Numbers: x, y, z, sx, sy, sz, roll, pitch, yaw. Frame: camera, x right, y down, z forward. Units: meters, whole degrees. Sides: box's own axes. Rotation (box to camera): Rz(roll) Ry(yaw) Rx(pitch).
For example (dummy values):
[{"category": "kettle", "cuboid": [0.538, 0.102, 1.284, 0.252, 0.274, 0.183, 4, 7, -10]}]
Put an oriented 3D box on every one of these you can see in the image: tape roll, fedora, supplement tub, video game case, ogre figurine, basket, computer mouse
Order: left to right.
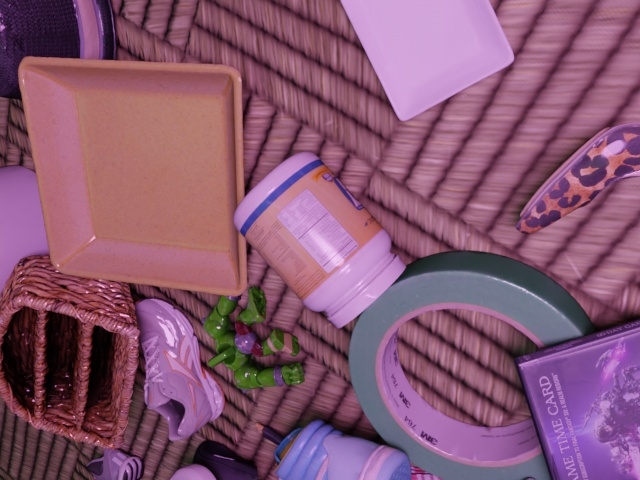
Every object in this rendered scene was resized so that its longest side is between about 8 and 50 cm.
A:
[{"category": "tape roll", "cuboid": [-0.617, -0.007, 0.967, 0.246, 0.169, 0.246, 10, 114, 23]}, {"category": "fedora", "cuboid": [-0.468, -0.338, 0.776, 0.333, 0.152, 0.334, 9, 113, 23]}, {"category": "basket", "cuboid": [-0.447, 0.199, 0.889, 0.223, 0.213, 0.299, 54, 133, 46]}, {"category": "computer mouse", "cuboid": [-0.151, 0.412, 0.935, 0.261, 0.060, 0.184, 16, 96, 36]}, {"category": "ogre figurine", "cuboid": [-0.118, 0.157, 0.825, 0.118, 0.097, 0.197, -34, 103, 21]}, {"category": "supplement tub", "cuboid": [0.000, 0.000, 0.676, 0.200, 0.144, 0.144, 48, 122, 3]}, {"category": "tape roll", "cuboid": [0.198, 0.175, 0.685, 0.321, 0.077, 0.322, 9, 112, 24]}, {"category": "video game case", "cuboid": [0.374, 0.176, 0.564, 0.274, 0.026, 0.196, -19, 101, 8]}]

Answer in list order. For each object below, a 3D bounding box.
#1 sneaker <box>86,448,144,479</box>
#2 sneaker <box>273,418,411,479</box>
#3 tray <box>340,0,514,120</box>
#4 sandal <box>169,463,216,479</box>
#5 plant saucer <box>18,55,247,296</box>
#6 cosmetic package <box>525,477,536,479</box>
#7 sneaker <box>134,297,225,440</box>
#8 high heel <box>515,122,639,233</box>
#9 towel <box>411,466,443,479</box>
[{"category": "sneaker", "cuboid": [-0.476, 0.558, 1.173, 0.132, 0.086, 0.229, 24, 108, 22]}, {"category": "sneaker", "cuboid": [0.029, 0.400, 0.804, 0.208, 0.127, 0.319, 17, 126, 30]}, {"category": "tray", "cuboid": [0.097, -0.289, 0.584, 0.145, 0.030, 0.271, -24, 97, 32]}, {"category": "sandal", "cuboid": [-0.148, 0.585, 0.898, 0.169, 0.102, 0.417, -14, 90, 38]}, {"category": "plant saucer", "cuboid": [-0.259, -0.097, 0.778, 0.332, 0.081, 0.333, 6, 111, 11]}, {"category": "cosmetic package", "cuboid": [0.338, 0.534, 0.570, 0.453, 0.161, 0.230, 42, 105, 11]}, {"category": "sneaker", "cuboid": [-0.272, 0.228, 0.913, 0.099, 0.121, 0.263, -26, 95, 32]}, {"category": "high heel", "cuboid": [0.347, -0.045, 0.511, 0.261, 0.093, 0.186, -44, 80, 23]}, {"category": "towel", "cuboid": [0.189, 0.420, 0.813, 0.197, 0.029, 0.144, -11, 103, 32]}]
